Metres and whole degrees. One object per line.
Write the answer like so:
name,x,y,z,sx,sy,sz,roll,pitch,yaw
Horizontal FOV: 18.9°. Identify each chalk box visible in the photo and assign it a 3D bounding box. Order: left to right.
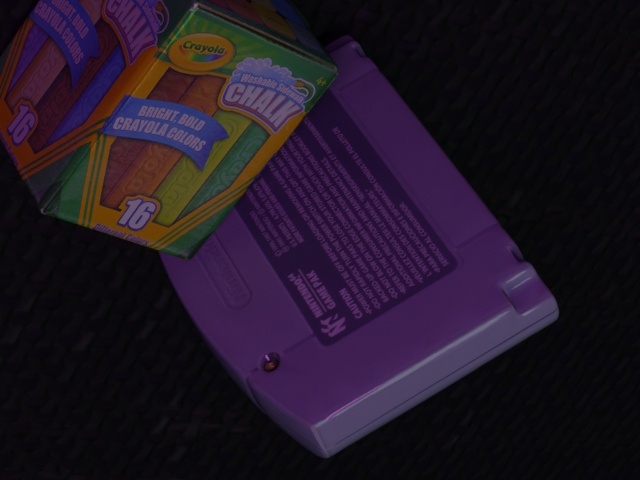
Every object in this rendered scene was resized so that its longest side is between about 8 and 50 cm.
chalk box,-0.089,-0.117,1.190,0.132,0.132,0.213,19,118,-44

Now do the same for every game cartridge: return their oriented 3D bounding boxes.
game cartridge,0.000,0.000,1.239,0.196,0.294,0.060,-28,137,-6
